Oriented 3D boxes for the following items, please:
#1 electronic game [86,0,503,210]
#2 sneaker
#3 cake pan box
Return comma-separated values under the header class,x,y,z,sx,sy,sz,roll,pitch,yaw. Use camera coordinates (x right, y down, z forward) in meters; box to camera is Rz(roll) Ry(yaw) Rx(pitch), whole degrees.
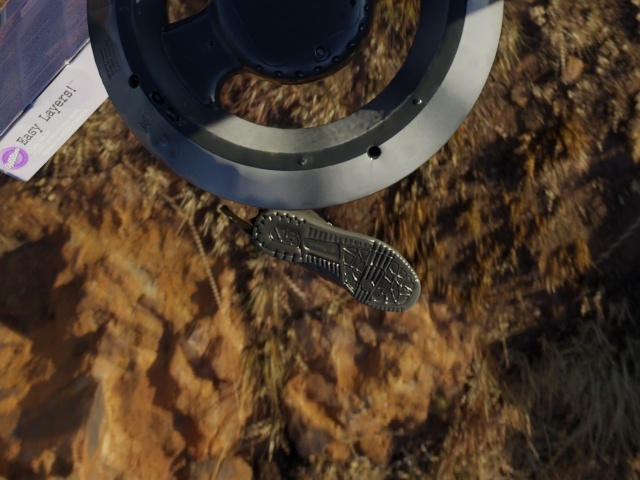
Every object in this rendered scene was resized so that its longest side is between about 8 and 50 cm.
class,x,y,z,sx,sy,sz,roll,pitch,yaw
electronic game,-0.015,-0.131,0.557,0.229,0.048,0.229,0,92,3
sneaker,-0.001,0.002,0.823,0.170,0.089,0.051,24,96,-6
cake pan box,-0.293,-0.228,1.142,0.267,0.246,0.070,-42,131,20
